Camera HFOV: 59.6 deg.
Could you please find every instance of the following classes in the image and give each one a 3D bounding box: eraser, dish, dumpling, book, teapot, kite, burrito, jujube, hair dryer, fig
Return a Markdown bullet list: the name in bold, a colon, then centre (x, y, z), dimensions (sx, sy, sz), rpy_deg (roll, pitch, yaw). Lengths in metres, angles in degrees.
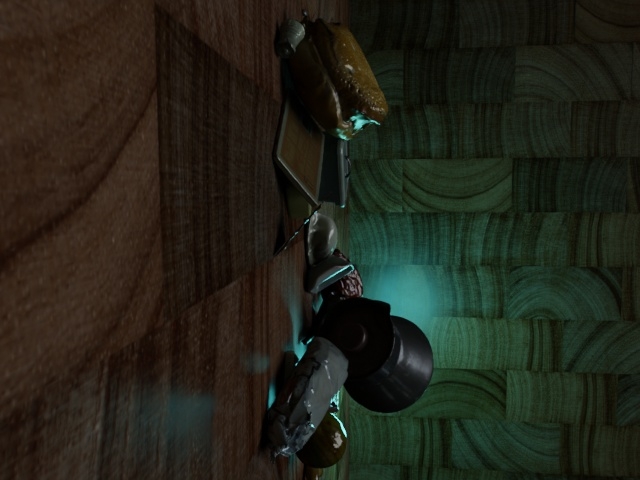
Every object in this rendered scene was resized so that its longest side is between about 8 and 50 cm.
- **eraser**: centre (-0.046, -0.153, 1.364), dimensions (0.117, 0.058, 0.172), rpy_deg (83, 10, -51)
- **dish**: centre (0.021, 0.095, 1.705), dimensions (0.064, 0.154, 0.234), rpy_deg (58, 1, 8)
- **dumpling**: centre (0.000, 0.000, 1.669), dimensions (0.176, 0.092, 0.150), rpy_deg (95, 15, -62)
- **book**: centre (-0.045, -0.216, 1.280), dimensions (0.170, 0.018, 0.241), rpy_deg (49, 34, -39)
- **teapot**: centre (-0.070, -0.426, 1.199), dimensions (0.067, 0.057, 0.083), rpy_deg (127, -18, -49)
- **kite**: centre (-0.058, -0.017, 1.268), dimensions (0.222, 0.008, 0.125), rpy_deg (-50, -175, -29)
- **burrito**: centre (-0.028, 0.338, 1.232), dimensions (0.445, 0.101, 0.139), rpy_deg (-36, 119, -70)
- **jujube**: centre (0.065, 0.139, 1.996), dimensions (0.168, 0.168, 0.236), rpy_deg (-76, 150, -64)
- **hair dryer**: centre (-0.008, 0.319, 1.726), dimensions (0.359, 0.120, 0.303), rpy_deg (4, 100, -73)
- **fig**: centre (-0.017, 0.494, 1.411), dimensions (0.186, 0.148, 0.142), rpy_deg (35, 62, -35)
- **teapot**: centre (0.127, 0.355, 1.648), dimensions (0.305, 0.376, 0.362), rpy_deg (45, 0, 38)

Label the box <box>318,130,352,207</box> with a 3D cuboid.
- **box**: centre (0.033, -0.228, 1.733), dimensions (0.162, 0.130, 0.227), rpy_deg (-80, 167, -52)

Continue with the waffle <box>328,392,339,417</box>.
- **waffle**: centre (0.040, 0.568, 2.150), dimensions (0.249, 0.056, 0.253), rpy_deg (78, 16, -63)

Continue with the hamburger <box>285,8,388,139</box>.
- **hamburger**: centre (0.031, -0.398, 1.357), dimensions (0.314, 0.170, 0.290), rpy_deg (61, 17, -6)

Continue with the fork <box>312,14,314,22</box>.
- **fork**: centre (-0.020, -0.667, 1.767), dimensions (0.115, 0.012, 0.016), rpy_deg (90, 9, -51)

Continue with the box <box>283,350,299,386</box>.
- **box**: centre (-0.071, 0.354, 1.323), dimensions (0.090, 0.024, 0.167), rpy_deg (76, 16, -62)

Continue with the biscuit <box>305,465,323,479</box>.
- **biscuit**: centre (-0.016, 0.623, 1.707), dimensions (0.164, 0.047, 0.208), rpy_deg (65, 26, -72)
